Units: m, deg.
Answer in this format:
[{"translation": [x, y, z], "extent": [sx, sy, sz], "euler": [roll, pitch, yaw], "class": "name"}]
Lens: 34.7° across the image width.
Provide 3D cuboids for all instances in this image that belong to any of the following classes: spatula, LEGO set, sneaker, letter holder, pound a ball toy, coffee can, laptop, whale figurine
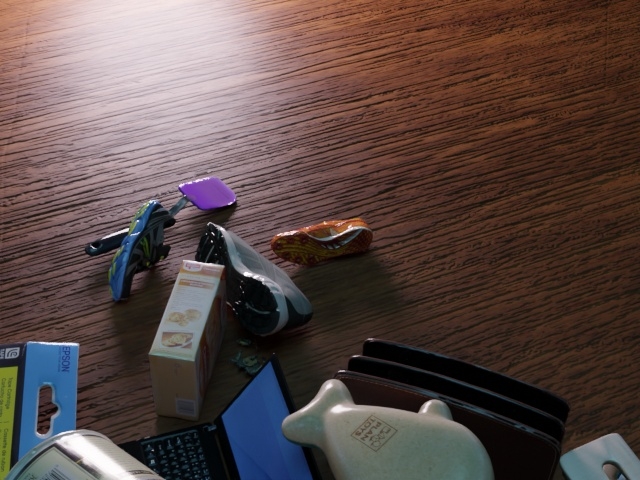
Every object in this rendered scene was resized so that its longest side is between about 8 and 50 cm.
[{"translation": [-0.275, -0.039, 1.769], "extent": [0.296, 0.030, 0.084], "euler": [-30, 56, -29], "class": "spatula"}, {"translation": [-0.109, 0.182, 1.562], "extent": [0.054, 0.023, 0.083], "euler": [10, 32, 4], "class": "LEGO set"}, {"translation": [0.000, 0.000, 1.732], "extent": [0.175, 0.064, 0.067], "euler": [-6, 25, -15], "class": "sneaker"}, {"translation": [0.176, 0.230, 1.382], "extent": [0.302, 0.214, 0.152], "euler": [16, 46, 14], "class": "letter holder"}, {"translation": [0.427, 0.376, 1.249], "extent": [0.136, 0.208, 0.319], "euler": [-17, 47, -18], "class": "pound a ball toy"}, {"translation": [-0.229, 0.368, 1.194], "extent": [0.275, 0.201, 0.201], "euler": [23, 46, 38], "class": "coffee can"}, {"translation": [-0.154, 0.305, 1.349], "extent": [0.264, 0.136, 0.234], "euler": [-11, 46, -14], "class": "laptop"}, {"translation": [-0.114, 0.064, 1.641], "extent": [0.108, 0.100, 0.271], "euler": [5, 28, -43], "class": "sneaker"}, {"translation": [0.080, 0.279, 1.229], "extent": [0.272, 0.141, 0.216], "euler": [28, 55, 34], "class": "whale figurine"}, {"translation": [-0.289, 0.019, 1.677], "extent": [0.078, 0.067, 0.188], "euler": [33, 56, -18], "class": "sneaker"}]

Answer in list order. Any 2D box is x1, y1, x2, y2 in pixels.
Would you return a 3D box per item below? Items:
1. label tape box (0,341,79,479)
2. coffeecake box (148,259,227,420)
[{"translation": [-0.503, 0.271, 1.389], "extent": [0.348, 0.115, 0.249], "euler": [-3, 45, -9], "class": "label tape box"}, {"translation": [-0.191, 0.145, 1.505], "extent": [0.068, 0.142, 0.185], "euler": [8, 45, 5], "class": "coffeecake box"}]
